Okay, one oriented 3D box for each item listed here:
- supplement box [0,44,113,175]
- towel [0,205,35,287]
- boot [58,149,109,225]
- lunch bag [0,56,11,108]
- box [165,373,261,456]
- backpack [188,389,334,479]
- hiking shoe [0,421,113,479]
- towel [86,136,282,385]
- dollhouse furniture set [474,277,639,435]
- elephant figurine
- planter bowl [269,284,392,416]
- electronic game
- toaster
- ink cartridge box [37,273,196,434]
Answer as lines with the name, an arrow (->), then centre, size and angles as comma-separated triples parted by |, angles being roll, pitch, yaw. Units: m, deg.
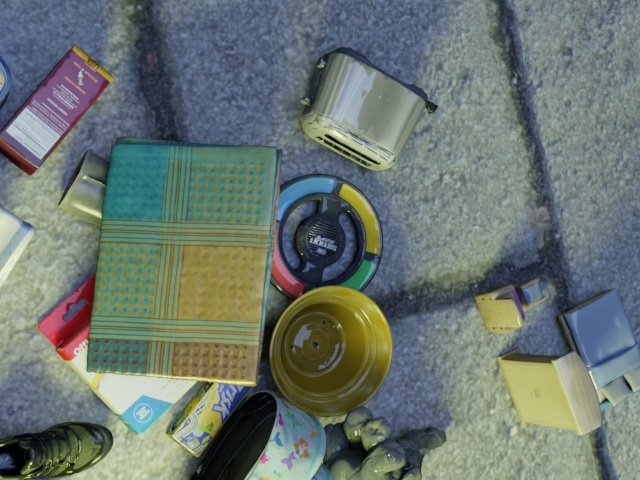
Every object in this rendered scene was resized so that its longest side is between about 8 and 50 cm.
supplement box -> -0.416, -0.200, 1.796 | 0.081, 0.104, 0.188 | 40, 74, -14
towel -> -0.590, -0.004, 1.706 | 0.285, 0.034, 0.209 | 32, 103, -18
boot -> -0.288, -0.084, 1.862 | 0.209, 0.076, 0.189 | 31, 74, -9
lunch bag -> -0.624, -0.249, 1.719 | 0.303, 0.115, 0.243 | 47, 75, -11
box -> -0.174, 0.266, 1.882 | 0.059, 0.054, 0.169 | 42, 73, -13
backpack -> -0.094, 0.368, 1.807 | 0.191, 0.225, 0.253 | 29, 84, -17
hiking shoe -> -0.420, 0.329, 1.752 | 0.227, 0.114, 0.086 | -9, 90, -21
towel -> -0.208, 0.029, 1.777 | 0.272, 0.040, 0.370 | 5, 81, 2
dollhouse furniture set -> 0.489, 0.170, 2.062 | 0.303, 0.198, 0.286 | -22, 94, -21
elephant figurine -> 0.112, 0.389, 1.928 | 0.186, 0.169, 0.239 | -33, 139, 13
planter bowl -> 0.005, 0.179, 1.930 | 0.217, 0.090, 0.217 | -1, 94, -20
electronic game -> 0.000, 0.000, 1.969 | 0.229, 0.048, 0.229 | 1, 86, -21
toaster -> 0.076, -0.216, 1.973 | 0.227, 0.129, 0.146 | 27, 81, -19
ink cartridge box -> -0.318, 0.176, 1.821 | 0.134, 0.078, 0.231 | -44, 101, -18
